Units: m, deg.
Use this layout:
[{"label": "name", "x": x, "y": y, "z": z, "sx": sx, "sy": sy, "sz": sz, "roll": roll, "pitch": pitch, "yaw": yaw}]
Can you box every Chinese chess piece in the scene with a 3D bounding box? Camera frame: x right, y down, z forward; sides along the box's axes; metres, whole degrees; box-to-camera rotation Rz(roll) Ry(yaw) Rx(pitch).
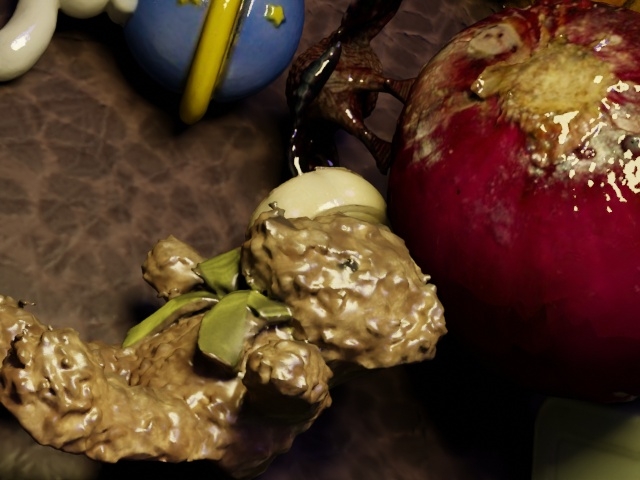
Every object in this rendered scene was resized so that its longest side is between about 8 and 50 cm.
[{"label": "Chinese chess piece", "x": 0.000, "y": 0.000, "z": 1.402, "sx": 0.122, "sy": 0.122, "sz": 0.051, "roll": 0, "pitch": 41, "yaw": -32}]

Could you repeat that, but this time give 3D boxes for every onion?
[{"label": "onion", "x": 0.192, "y": -0.009, "z": 1.332, "sx": 0.337, "sy": 0.282, "sz": 0.260, "roll": 23, "pitch": 68, "yaw": 26}]

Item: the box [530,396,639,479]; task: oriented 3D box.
[{"label": "box", "x": 0.394, "y": 0.208, "z": 1.340, "sx": 0.344, "sy": 0.352, "sz": 0.177, "roll": 0, "pitch": 95, "yaw": -29}]

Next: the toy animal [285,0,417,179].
[{"label": "toy animal", "x": 0.008, "y": -0.138, "z": 1.483, "sx": 0.116, "sy": 0.218, "sz": 0.179, "roll": 13, "pitch": 11, "yaw": -26}]

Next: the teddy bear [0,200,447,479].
[{"label": "teddy bear", "x": -0.077, "y": 0.057, "z": 1.231, "sx": 0.296, "sy": 0.222, "sz": 0.246, "roll": 23, "pitch": 3, "yaw": -29}]

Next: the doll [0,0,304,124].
[{"label": "doll", "x": -0.123, "y": -0.243, "z": 1.474, "sx": 0.243, "sy": 0.159, "sz": 0.311, "roll": 12, "pitch": 78, "yaw": 7}]

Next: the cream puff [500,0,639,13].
[{"label": "cream puff", "x": 0.267, "y": -0.319, "z": 1.754, "sx": 0.269, "sy": 0.155, "sz": 0.241, "roll": -24, "pitch": 94, "yaw": -35}]
